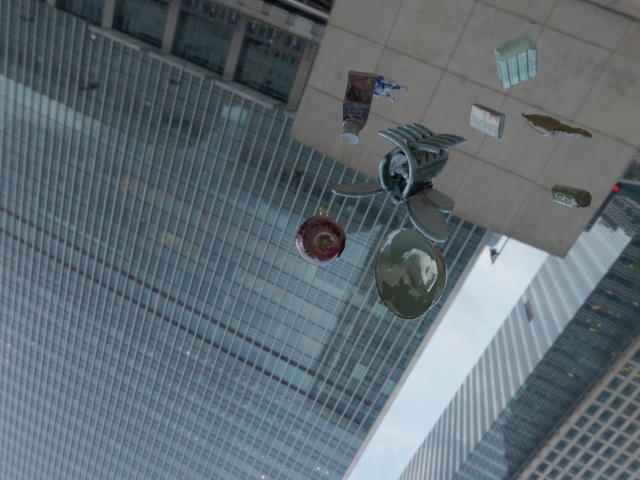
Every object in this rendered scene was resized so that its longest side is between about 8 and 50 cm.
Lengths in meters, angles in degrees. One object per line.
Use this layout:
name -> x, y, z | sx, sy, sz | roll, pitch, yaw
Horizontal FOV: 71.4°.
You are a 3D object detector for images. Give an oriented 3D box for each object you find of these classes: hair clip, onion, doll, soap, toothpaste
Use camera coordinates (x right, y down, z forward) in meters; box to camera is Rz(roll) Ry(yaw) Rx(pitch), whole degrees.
hair clip -> 0.288, -0.214, 1.372 | 0.392, 0.238, 0.318 | 29, -147, 26
onion -> 0.001, 0.002, 1.536 | 0.178, 0.153, 0.177 | 2, -110, -7
doll -> 0.229, -0.599, 1.735 | 0.228, 0.114, 0.057 | 12, -111, -34
soap -> 0.665, -0.605, 1.509 | 0.198, 0.119, 0.066 | 15, -124, -63
toothpaste -> 0.114, -0.424, 1.383 | 0.096, 0.061, 0.265 | 10, -112, 3

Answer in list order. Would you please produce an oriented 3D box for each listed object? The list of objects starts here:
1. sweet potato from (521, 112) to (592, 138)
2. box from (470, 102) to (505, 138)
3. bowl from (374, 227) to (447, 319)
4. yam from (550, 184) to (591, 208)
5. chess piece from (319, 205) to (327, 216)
sweet potato -> 0.920, -0.442, 1.750 | 0.270, 0.074, 0.075 | 22, -156, 15
box -> 0.764, -0.551, 2.046 | 0.036, 0.115, 0.177 | -23, -139, -18
bowl -> 0.365, 0.119, 1.650 | 0.158, 0.337, 0.337 | -1, -147, -32
yam -> 0.971, -0.174, 1.738 | 0.078, 0.078, 0.179 | 17, -166, -11
chess piece -> 0.015, -0.101, 1.783 | 0.035, 0.035, 0.092 | 8, -136, -29
